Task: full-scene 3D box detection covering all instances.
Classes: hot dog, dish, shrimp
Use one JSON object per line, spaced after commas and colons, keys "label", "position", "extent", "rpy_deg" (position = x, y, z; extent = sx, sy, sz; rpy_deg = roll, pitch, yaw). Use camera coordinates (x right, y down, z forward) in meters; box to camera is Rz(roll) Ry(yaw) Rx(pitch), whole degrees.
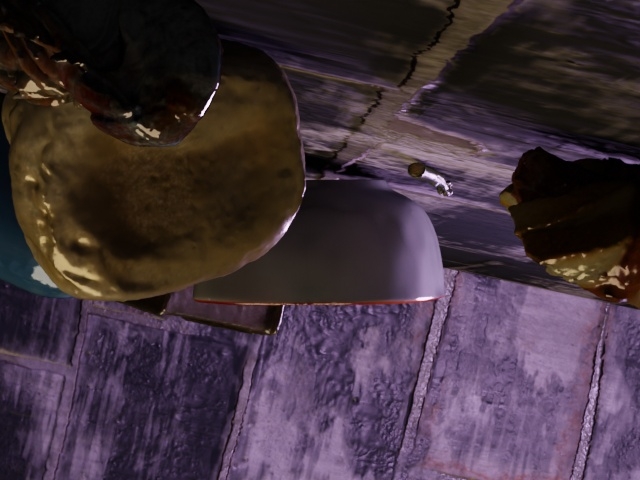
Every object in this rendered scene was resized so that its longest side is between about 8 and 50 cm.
{"label": "hot dog", "position": [0.218, -0.005, 1.192], "extent": [0.213, 0.103, 0.146], "rpy_deg": [23, -164, -19]}
{"label": "dish", "position": [0.000, 0.000, 1.781], "extent": [0.256, 0.117, 0.256], "rpy_deg": [-1, -178, 0]}
{"label": "shrimp", "position": [-0.136, -0.100, 0.930], "extent": [0.233, 0.079, 0.090], "rpy_deg": [17, 176, 39]}

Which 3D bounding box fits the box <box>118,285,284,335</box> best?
{"label": "box", "position": [-0.151, 0.004, 2.131], "extent": [0.143, 0.184, 0.273], "rpy_deg": [12, 178, -28]}

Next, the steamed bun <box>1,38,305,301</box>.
{"label": "steamed bun", "position": [-0.114, -0.058, 1.065], "extent": [0.172, 0.140, 0.155], "rpy_deg": [-11, -152, -27]}

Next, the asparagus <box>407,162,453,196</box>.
{"label": "asparagus", "position": [0.096, -0.052, 1.573], "extent": [0.015, 0.018, 0.127], "rpy_deg": [48, -172, 15]}

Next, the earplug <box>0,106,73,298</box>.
{"label": "earplug", "position": [-0.261, -0.046, 1.350], "extent": [0.273, 0.132, 0.132], "rpy_deg": [26, -179, 13]}

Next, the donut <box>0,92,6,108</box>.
{"label": "donut", "position": [-0.304, -0.074, 1.681], "extent": [0.330, 0.160, 0.330], "rpy_deg": [19, -173, -2]}
